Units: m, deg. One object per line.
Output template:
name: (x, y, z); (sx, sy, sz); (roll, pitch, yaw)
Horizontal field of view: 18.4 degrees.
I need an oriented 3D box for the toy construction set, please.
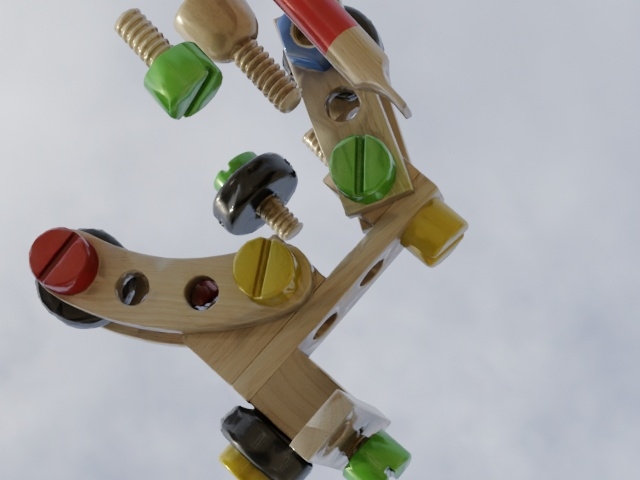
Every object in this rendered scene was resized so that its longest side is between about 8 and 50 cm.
toy construction set: (0.000, 0.000, 1.083); (0.257, 0.309, 0.237); (-34, -111, -23)
